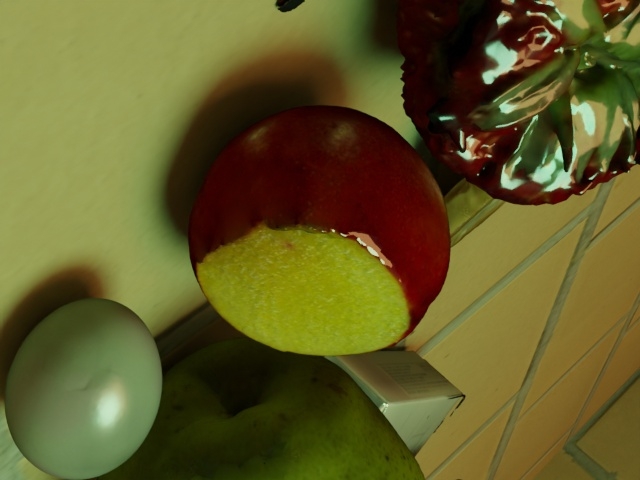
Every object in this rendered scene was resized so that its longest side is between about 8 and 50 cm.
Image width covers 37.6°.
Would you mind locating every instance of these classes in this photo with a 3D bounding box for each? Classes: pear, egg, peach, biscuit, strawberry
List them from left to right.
[{"bbox_3d":[-0.161,0.102,0.643,0.103,0.103,0.135,-17,135,-49],"label":"egg"},{"bbox_3d":[-0.049,0.237,0.800,0.294,0.294,0.294,-37,151,-25],"label":"pear"},{"bbox_3d":[0.000,0.000,0.673,0.190,0.190,0.192,-63,170,24],"label":"peach"},{"bbox_3d":[0.168,-0.055,0.943,0.205,0.040,0.309,-38,172,-20],"label":"biscuit"},{"bbox_3d":[0.169,-0.177,0.716,0.261,0.257,0.261,-11,127,-15],"label":"strawberry"}]

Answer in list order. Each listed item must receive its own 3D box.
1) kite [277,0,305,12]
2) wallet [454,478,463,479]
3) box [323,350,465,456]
[{"bbox_3d":[0.053,-0.194,0.515,0.285,0.015,0.152,-22,166,38],"label":"kite"},{"bbox_3d":[0.001,0.400,1.184,0.379,0.046,0.191,-33,159,25],"label":"wallet"},{"bbox_3d":[0.043,0.240,1.140,0.203,0.106,0.252,-54,155,13],"label":"box"}]
